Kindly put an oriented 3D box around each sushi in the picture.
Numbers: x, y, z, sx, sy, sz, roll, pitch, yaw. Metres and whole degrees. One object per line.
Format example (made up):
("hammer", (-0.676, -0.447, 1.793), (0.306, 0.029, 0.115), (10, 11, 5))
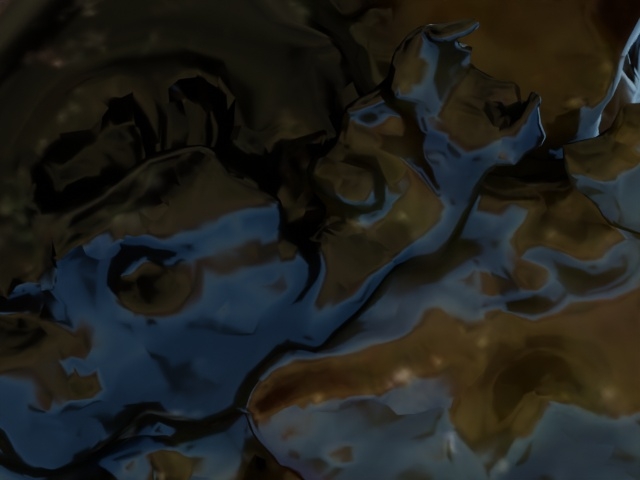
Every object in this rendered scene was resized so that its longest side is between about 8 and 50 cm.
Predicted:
("sushi", (0.007, -0.002, 0.427), (0.200, 0.213, 0.204), (-22, -141, 12))
